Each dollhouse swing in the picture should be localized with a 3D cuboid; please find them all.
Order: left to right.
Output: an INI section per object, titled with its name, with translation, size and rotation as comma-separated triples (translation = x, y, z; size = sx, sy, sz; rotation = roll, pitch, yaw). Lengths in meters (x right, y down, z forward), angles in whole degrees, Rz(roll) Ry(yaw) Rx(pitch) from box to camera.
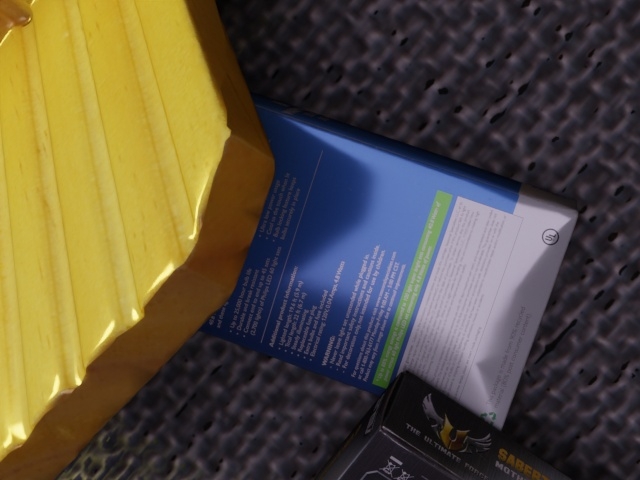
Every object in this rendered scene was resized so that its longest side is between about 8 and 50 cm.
[dollhouse swing]
translation = -0.227, -0.068, 0.595
size = 0.315, 0.305, 0.347
rotation = 37, 113, -21

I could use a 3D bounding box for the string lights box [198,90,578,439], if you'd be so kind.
[string lights box]
translation = 0.000, 0.000, 0.716
size = 0.259, 0.077, 0.133
rotation = 20, 100, 8

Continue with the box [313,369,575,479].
[box]
translation = 0.090, 0.203, 0.698
size = 0.231, 0.056, 0.183
rotation = 33, 124, 0
